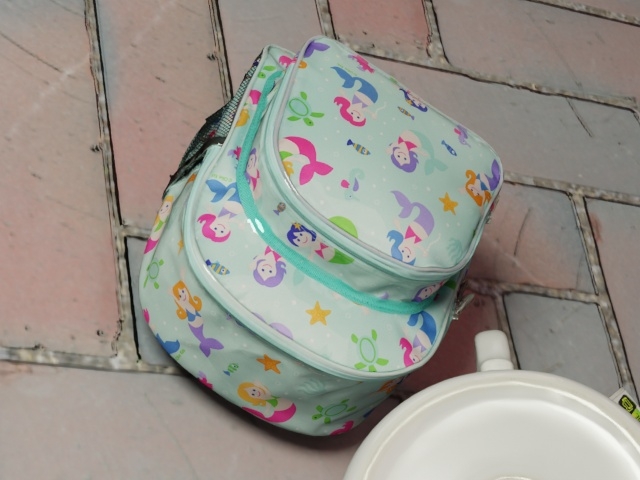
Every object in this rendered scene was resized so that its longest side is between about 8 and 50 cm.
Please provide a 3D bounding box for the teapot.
[{"bbox_3d":[0.124,0.215,1.159,0.252,0.187,0.256,39,73,20],"label":"teapot"}]

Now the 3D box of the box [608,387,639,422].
[{"bbox_3d":[0.258,0.224,1.335,0.114,0.036,0.207,-30,78,-43],"label":"box"}]

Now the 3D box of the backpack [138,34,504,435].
[{"bbox_3d":[0.000,0.000,1.236,0.225,0.191,0.253,34,51,-9],"label":"backpack"}]
